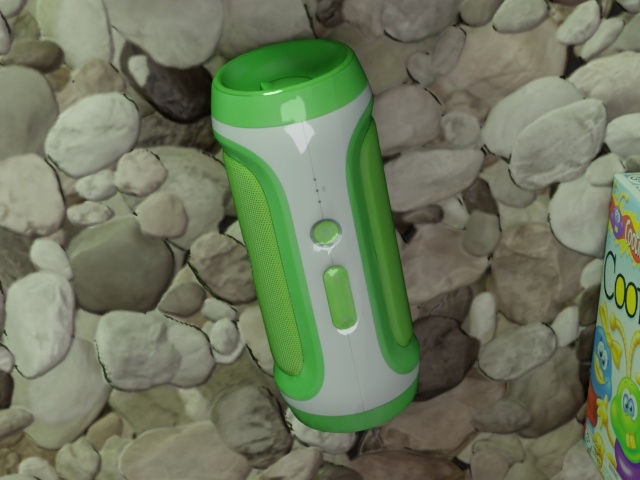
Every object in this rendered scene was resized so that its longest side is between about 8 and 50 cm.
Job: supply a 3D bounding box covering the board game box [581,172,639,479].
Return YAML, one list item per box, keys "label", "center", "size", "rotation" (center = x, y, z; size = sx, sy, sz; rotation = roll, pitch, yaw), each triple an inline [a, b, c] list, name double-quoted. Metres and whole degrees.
- label: "board game box"
  center: [0.325, 0.091, 1.101]
  size: [0.142, 0.144, 0.275]
  rotation: [-3, 115, -9]

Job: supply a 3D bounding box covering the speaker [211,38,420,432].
- label: "speaker"
  center: [0.000, 0.000, 1.005]
  size: [0.131, 0.131, 0.297]
  rotation: [-14, 117, -4]
